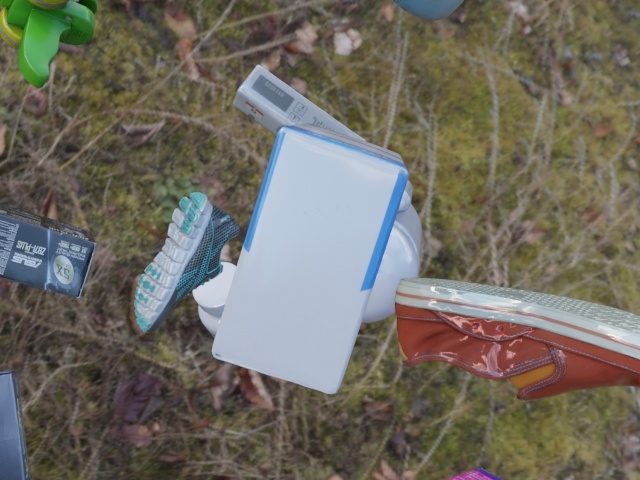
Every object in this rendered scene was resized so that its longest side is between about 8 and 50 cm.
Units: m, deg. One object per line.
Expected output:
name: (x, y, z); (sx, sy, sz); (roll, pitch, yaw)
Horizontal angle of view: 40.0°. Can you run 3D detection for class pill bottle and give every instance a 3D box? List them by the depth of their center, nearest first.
pill bottle: (-0.145, 0.133, 1.578); (0.222, 0.124, 0.124); (65, 34, -53)

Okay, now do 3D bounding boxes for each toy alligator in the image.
toy alligator: (-0.165, -0.176, 0.513); (0.051, 0.056, 0.190); (-6, 72, -37)

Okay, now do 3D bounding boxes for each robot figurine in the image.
robot figurine: (0.082, 0.020, 1.591); (0.199, 0.300, 0.353); (25, 23, -1)

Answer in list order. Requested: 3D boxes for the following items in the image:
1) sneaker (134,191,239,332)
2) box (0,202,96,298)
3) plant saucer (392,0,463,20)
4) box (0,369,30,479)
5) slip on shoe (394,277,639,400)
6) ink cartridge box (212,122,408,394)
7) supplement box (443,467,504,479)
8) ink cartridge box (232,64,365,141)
sneaker: (-0.144, 0.033, 0.967); (0.076, 0.065, 0.167); (24, 101, -37)
box: (-0.394, 0.005, 1.150); (0.180, 0.147, 0.078); (18, 91, -20)
plant saucer: (0.073, -0.347, 0.738); (0.317, 0.043, 0.318); (24, 61, -53)
box: (-0.687, 0.385, 1.748); (0.183, 0.059, 0.233); (-7, 87, -7)
slip on shoe: (0.226, 0.109, 0.861); (0.123, 0.331, 0.102); (-3, 101, -64)
ink cartridge box: (0.000, 0.000, 0.616); (0.085, 0.203, 0.148); (17, 100, 2)
supplement box: (0.137, 0.382, 1.112); (0.219, 0.114, 0.111); (-16, 89, -10)
ink cartridge box: (-0.036, -0.119, 1.005); (0.145, 0.179, 0.045); (35, 75, -5)
